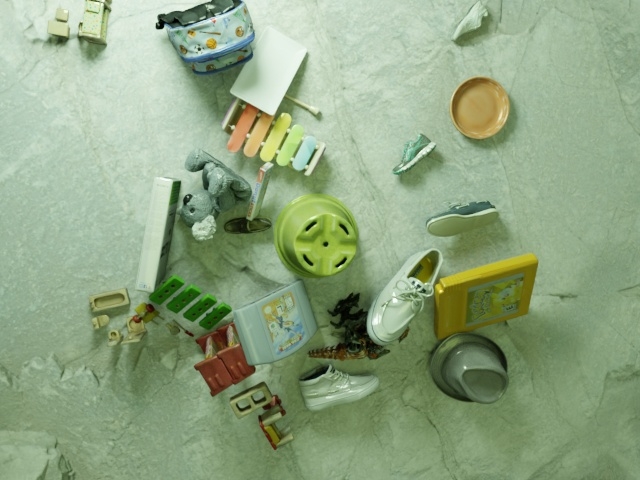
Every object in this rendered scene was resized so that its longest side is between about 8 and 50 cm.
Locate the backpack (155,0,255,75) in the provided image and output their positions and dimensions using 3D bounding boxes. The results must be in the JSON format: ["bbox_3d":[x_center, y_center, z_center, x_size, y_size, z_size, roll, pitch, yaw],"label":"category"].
[{"bbox_3d":[-0.308,-0.587,1.644,0.276,0.263,0.213,-27,115,-3],"label":"backpack"}]

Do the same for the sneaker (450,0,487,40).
[{"bbox_3d":[0.472,-0.685,1.832,0.061,0.053,0.152,41,90,-12],"label":"sneaker"}]

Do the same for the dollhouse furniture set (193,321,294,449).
[{"bbox_3d":[-0.240,0.463,1.809,0.152,0.201,0.374,-27,105,-4],"label":"dollhouse furniture set"}]

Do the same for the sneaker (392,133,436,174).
[{"bbox_3d":[0.288,-0.277,1.860,0.166,0.065,0.076,-39,83,-5],"label":"sneaker"}]

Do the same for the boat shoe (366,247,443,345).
[{"bbox_3d":[0.279,0.159,1.769,0.136,0.156,0.367,43,59,-2],"label":"boat shoe"}]

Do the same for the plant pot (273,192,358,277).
[{"bbox_3d":[0.000,0.000,1.750,0.276,0.254,0.276,-1,97,-7],"label":"plant pot"}]

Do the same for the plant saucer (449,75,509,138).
[{"bbox_3d":[0.510,-0.427,1.874,0.199,0.037,0.200,-1,96,-6],"label":"plant saucer"}]

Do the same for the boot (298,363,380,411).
[{"bbox_3d":[0.058,0.459,1.887,0.258,0.095,0.123,-19,105,-3],"label":"boot"}]

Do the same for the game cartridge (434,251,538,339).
[{"bbox_3d":[0.523,0.186,1.858,0.323,0.053,0.285,-17,136,-5],"label":"game cartridge"}]

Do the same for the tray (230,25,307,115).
[{"bbox_3d":[-0.154,-0.508,1.745,0.145,0.030,0.270,27,69,-8],"label":"tray"}]

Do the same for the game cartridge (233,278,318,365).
[{"bbox_3d":[-0.126,0.254,1.768,0.062,0.297,0.198,-19,93,41],"label":"game cartridge"}]

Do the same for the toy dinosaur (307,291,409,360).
[{"bbox_3d":[0.122,0.310,1.861,0.322,0.164,0.218,-29,115,-20],"label":"toy dinosaur"}]

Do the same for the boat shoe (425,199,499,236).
[{"bbox_3d":[0.450,-0.080,1.874,0.254,0.079,0.095,-15,138,-10],"label":"boat shoe"}]

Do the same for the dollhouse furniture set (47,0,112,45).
[{"bbox_3d":[-0.696,-0.676,1.666,0.160,0.101,0.182,8,95,-8],"label":"dollhouse furniture set"}]

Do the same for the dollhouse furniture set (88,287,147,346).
[{"bbox_3d":[-0.627,0.236,1.765,0.144,0.123,0.151,-12,98,-6],"label":"dollhouse furniture set"}]

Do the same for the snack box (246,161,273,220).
[{"bbox_3d":[-0.185,-0.149,1.770,0.022,0.064,0.178,25,120,9],"label":"snack box"}]

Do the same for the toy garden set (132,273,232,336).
[{"bbox_3d":[-0.432,0.212,1.788,0.204,0.049,0.244,-39,133,13],"label":"toy garden set"}]

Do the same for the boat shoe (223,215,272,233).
[{"bbox_3d":[-0.228,-0.050,1.819,0.152,0.049,0.056,-9,98,-5],"label":"boat shoe"}]

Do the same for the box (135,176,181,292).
[{"bbox_3d":[-0.472,-0.027,1.701,0.058,0.232,0.322,12,94,-9],"label":"box"}]

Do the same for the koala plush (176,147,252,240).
[{"bbox_3d":[-0.333,-0.119,1.736,0.221,0.196,0.203,-53,143,6],"label":"koala plush"}]

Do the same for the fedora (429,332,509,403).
[{"bbox_3d":[0.511,0.443,1.910,0.275,0.124,0.244,34,97,-17],"label":"fedora"}]

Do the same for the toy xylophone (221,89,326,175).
[{"bbox_3d":[-0.133,-0.345,1.782,0.322,0.081,0.236,19,93,-9],"label":"toy xylophone"}]
